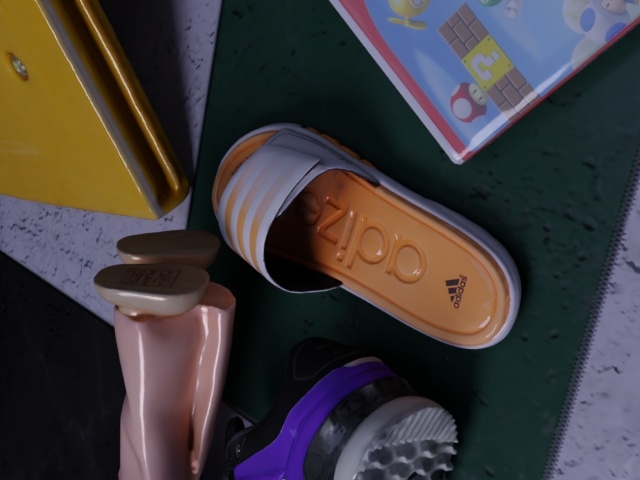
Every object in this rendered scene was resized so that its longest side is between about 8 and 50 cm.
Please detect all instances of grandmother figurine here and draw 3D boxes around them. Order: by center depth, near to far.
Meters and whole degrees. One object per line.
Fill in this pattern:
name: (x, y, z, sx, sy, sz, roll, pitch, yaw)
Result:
grandmother figurine: (-0.115, 0.177, 0.609, 0.104, 0.208, 0.342, 5, 111, 7)

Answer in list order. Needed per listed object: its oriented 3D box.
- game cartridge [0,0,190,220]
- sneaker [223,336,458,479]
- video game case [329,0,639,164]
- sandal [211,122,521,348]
game cartridge: (-0.279, -0.156, 0.700, 0.323, 0.052, 0.285, 10, 134, 43)
sneaker: (-0.019, 0.195, 0.556, 0.146, 0.102, 0.293, 38, 114, 42)
video game case: (0.112, -0.201, 0.411, 0.285, 0.025, 0.204, -41, 83, 37)
sandal: (0.003, -0.010, 0.526, 0.265, 0.076, 0.102, 26, 110, 39)
